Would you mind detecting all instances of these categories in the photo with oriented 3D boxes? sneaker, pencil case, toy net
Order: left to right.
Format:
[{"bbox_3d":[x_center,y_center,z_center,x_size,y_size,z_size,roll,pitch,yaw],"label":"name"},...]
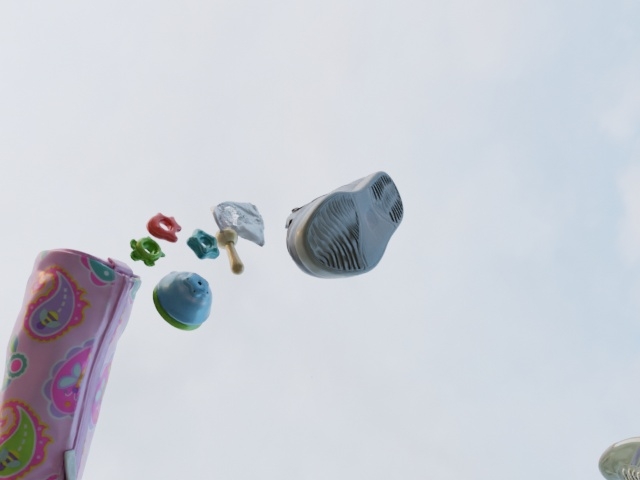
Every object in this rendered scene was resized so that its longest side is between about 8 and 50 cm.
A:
[{"bbox_3d":[-0.274,0.153,0.758,0.124,0.124,0.284,10,-107,1],"label":"pencil case"},{"bbox_3d":[-0.142,0.006,0.865,0.122,0.232,0.045,42,-60,-6],"label":"toy net"},{"bbox_3d":[0.000,0.000,0.735,0.118,0.222,0.083,-23,-85,28],"label":"sneaker"},{"bbox_3d":[0.427,0.299,0.926,0.086,0.192,0.064,-36,-86,-40],"label":"sneaker"}]
